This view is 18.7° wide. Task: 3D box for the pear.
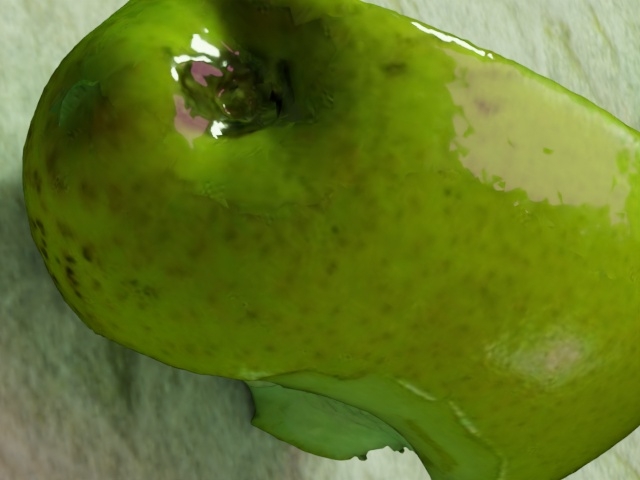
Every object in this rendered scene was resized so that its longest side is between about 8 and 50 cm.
[{"bbox_3d":[0.000,0.000,0.882,0.282,0.286,0.176,31,74,-43],"label":"pear"}]
